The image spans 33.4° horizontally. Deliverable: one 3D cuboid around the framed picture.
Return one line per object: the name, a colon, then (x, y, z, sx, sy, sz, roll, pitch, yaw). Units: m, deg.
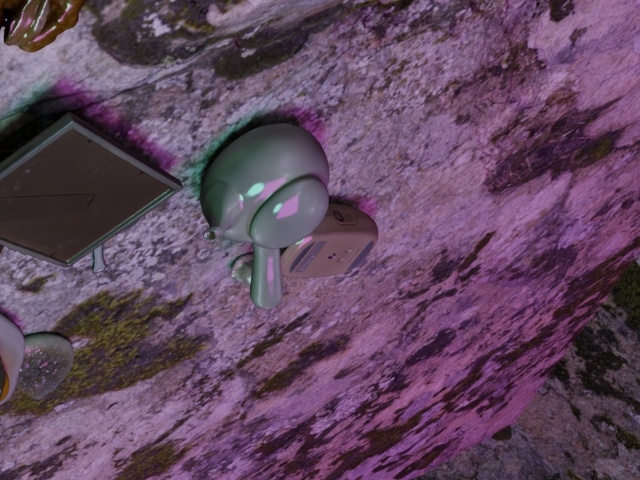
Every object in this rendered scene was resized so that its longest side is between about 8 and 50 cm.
framed picture: (-0.325, -0.052, 1.375, 0.211, 0.020, 0.289, -35, 159, 9)

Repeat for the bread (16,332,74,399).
bread: (-0.446, 0.197, 1.706, 0.112, 0.036, 0.193, -35, 154, -4)

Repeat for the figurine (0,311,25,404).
figurine: (-0.486, 0.214, 1.530, 0.167, 0.141, 0.250, -25, 144, -12)

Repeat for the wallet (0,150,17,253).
wallet: (-0.417, -0.045, 1.350, 0.095, 0.026, 0.176, -10, 143, -48)

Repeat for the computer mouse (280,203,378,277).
computer mouse: (0.000, 0.000, 1.867, 0.237, 0.082, 0.145, -1, 138, -47)

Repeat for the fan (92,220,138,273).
fan: (-0.319, -0.012, 1.523, 0.153, 0.008, 0.226, -18, 154, -17)

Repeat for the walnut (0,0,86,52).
walnut: (-0.289, -0.271, 1.083, 0.170, 0.069, 0.143, -46, 154, 22)

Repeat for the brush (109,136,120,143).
brush: (-0.262, -0.102, 1.445, 0.043, 0.032, 0.193, -28, 167, 4)

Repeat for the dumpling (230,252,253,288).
dumpling: (-0.114, 0.053, 1.850, 0.052, 0.076, 0.057, -83, -166, -75)

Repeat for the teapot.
teapot: (-0.067, -0.042, 1.640, 0.220, 0.149, 0.318, -33, 153, -3)
